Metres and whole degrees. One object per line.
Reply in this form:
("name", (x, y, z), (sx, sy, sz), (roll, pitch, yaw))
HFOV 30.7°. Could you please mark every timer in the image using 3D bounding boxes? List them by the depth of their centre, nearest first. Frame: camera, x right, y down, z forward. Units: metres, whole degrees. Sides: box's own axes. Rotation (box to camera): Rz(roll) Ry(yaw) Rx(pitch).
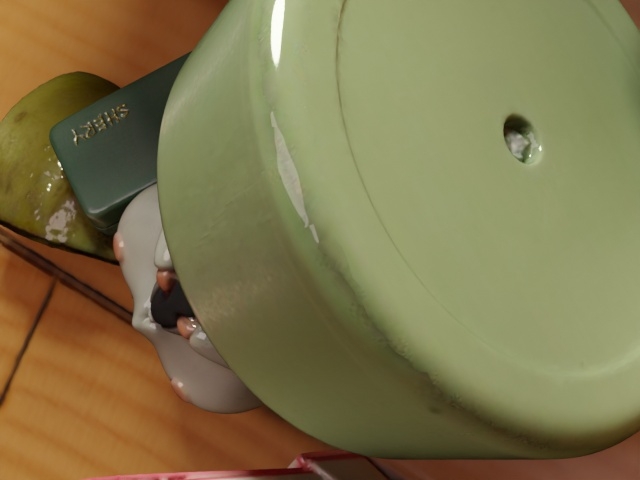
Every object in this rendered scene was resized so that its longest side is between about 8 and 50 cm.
("timer", (0.000, 0.000, 0.648), (0.315, 0.291, 0.290), (-26, 69, 46))

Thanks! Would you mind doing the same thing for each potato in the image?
("potato", (-0.163, -0.055, 0.814), (0.149, 0.081, 0.120), (21, 94, 29))

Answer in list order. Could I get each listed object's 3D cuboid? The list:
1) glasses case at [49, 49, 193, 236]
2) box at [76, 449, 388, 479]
("glasses case", (-0.080, -0.079, 0.762), (0.184, 0.039, 0.078), (-29, 69, -2))
("box", (-0.027, 0.317, 0.558), (0.314, 0.300, 0.312), (42, 102, 26))
